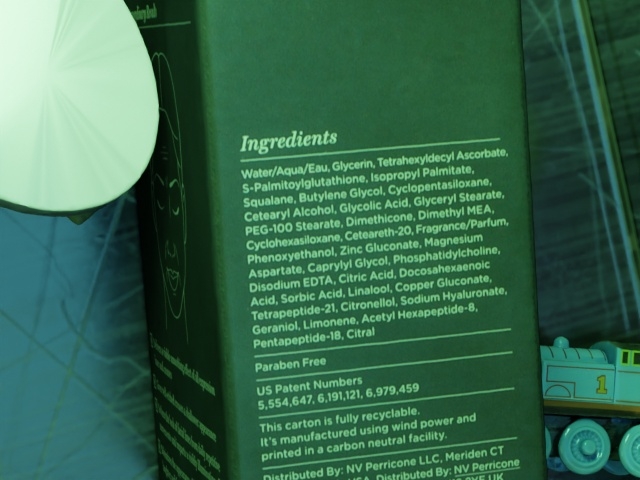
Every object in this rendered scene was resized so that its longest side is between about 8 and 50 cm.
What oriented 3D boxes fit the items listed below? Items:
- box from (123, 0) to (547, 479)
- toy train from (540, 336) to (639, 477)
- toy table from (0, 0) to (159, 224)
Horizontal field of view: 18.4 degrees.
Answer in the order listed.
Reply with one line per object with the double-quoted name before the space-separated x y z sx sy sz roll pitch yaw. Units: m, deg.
"box" 0.000 0.000 1.346 0.212 0.293 0.396 -6 97 -14
"toy train" 0.197 0.127 1.522 0.184 0.080 0.105 5 85 -12
"toy table" -0.233 -0.126 1.324 0.252 0.161 0.274 -32 91 -18
